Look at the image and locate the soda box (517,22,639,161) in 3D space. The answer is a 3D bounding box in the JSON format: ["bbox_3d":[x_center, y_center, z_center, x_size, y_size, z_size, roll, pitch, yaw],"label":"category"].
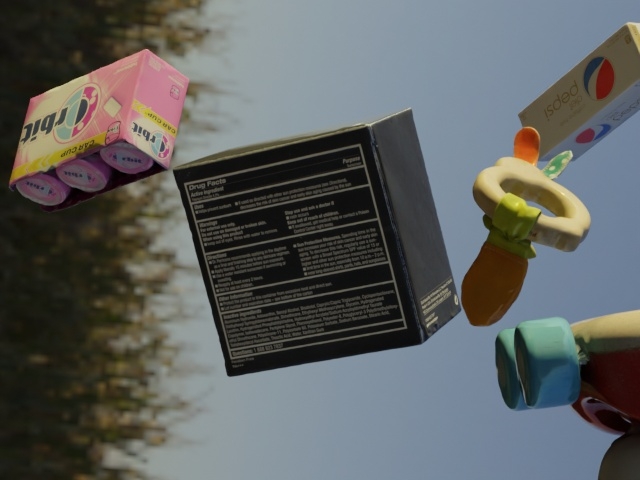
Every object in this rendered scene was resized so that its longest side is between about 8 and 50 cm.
[{"bbox_3d":[0.342,-0.179,2.166,0.216,0.069,0.074,-41,-120,44],"label":"soda box"}]

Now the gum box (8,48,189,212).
[{"bbox_3d":[-0.224,-0.105,1.740,0.188,0.062,0.107,-17,-129,40],"label":"gum box"}]

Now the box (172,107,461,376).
[{"bbox_3d":[0.000,0.000,2.352,0.183,0.296,0.294,-31,109,-65],"label":"box"}]

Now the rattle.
[{"bbox_3d":[0.204,-0.016,1.819,0.199,0.130,0.142,-97,-170,-64],"label":"rattle"}]

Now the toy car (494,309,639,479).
[{"bbox_3d":[0.276,0.174,1.459,0.210,0.219,0.238,114,-32,-83],"label":"toy car"}]
